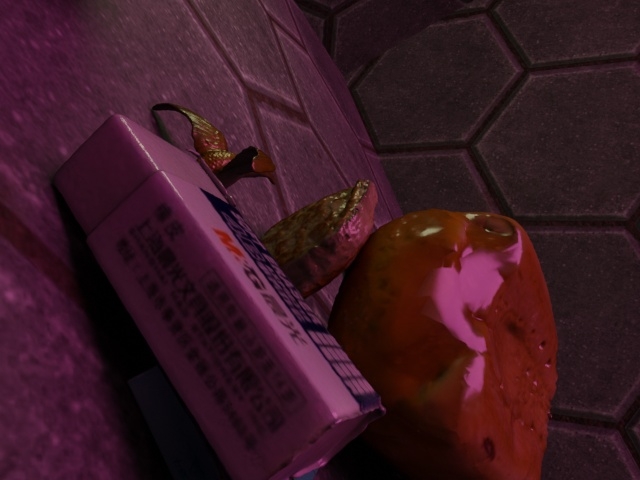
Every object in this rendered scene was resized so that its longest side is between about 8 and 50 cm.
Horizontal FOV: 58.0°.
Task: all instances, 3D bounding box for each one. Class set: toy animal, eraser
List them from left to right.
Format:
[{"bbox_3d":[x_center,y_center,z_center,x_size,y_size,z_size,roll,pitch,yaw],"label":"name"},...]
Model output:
[{"bbox_3d":[-0.079,0.041,0.442,0.287,0.086,0.130,51,11,23],"label":"eraser"},{"bbox_3d":[-0.115,-0.074,0.653,0.219,0.095,0.155,35,-3,34],"label":"toy animal"}]

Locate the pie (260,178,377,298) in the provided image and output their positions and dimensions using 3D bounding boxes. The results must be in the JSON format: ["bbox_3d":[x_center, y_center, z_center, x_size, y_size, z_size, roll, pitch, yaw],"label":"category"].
[{"bbox_3d":[0.000,0.000,0.743,0.084,0.179,0.205,52,23,-19],"label":"pie"}]

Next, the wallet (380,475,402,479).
[{"bbox_3d":[0.113,0.432,0.640,0.318,0.045,0.172,69,12,23],"label":"wallet"}]

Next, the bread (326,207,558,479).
[{"bbox_3d":[0.163,0.150,0.801,0.394,0.250,0.361,52,50,-42],"label":"bread"}]

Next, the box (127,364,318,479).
[{"bbox_3d":[-0.063,0.157,0.512,0.162,0.041,0.229,63,14,3],"label":"box"}]

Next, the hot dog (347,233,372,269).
[{"bbox_3d":[0.094,0.084,1.145,0.289,0.083,0.068,-99,177,-50],"label":"hot dog"}]
